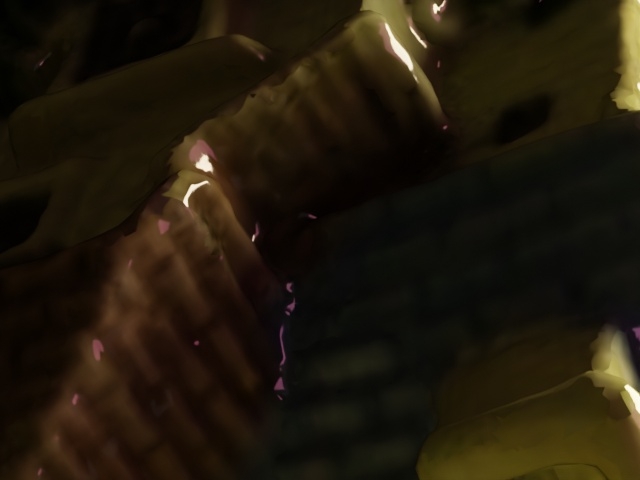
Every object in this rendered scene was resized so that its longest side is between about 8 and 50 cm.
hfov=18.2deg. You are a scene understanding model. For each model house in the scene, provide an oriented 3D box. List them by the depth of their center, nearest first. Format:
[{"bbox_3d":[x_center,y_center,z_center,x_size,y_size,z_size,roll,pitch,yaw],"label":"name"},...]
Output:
[{"bbox_3d":[0.000,0.000,0.611,0.261,0.321,0.266,59,24,-30],"label":"model house"}]
